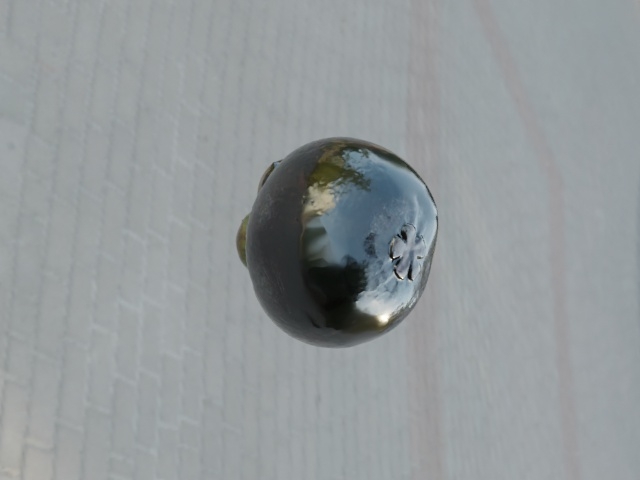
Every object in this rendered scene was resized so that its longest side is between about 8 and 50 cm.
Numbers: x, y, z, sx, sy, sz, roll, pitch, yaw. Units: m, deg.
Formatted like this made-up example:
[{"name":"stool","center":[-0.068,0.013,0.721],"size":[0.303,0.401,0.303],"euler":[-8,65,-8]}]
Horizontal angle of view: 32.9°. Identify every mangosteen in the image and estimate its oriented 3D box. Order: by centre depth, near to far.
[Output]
[{"name":"mangosteen","center":[0.000,0.000,1.433],"size":[0.275,0.302,0.275],"euler":[-8,101,-44]}]
